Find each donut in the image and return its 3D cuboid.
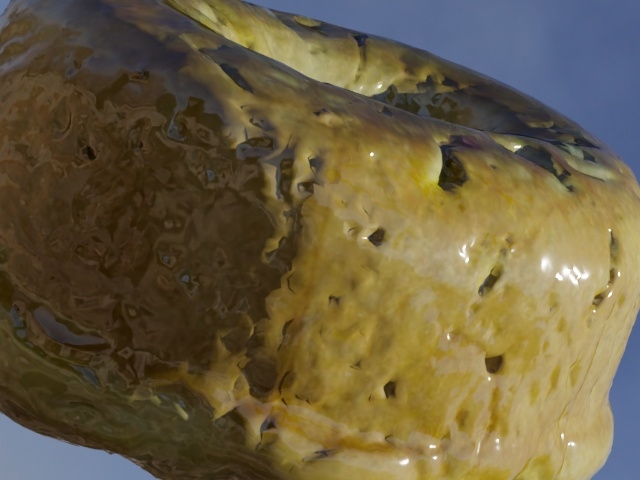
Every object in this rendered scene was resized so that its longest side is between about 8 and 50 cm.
[{"bbox_3d":[0.000,0.000,0.467,0.208,0.261,0.128,37,-68,41],"label":"donut"}]
